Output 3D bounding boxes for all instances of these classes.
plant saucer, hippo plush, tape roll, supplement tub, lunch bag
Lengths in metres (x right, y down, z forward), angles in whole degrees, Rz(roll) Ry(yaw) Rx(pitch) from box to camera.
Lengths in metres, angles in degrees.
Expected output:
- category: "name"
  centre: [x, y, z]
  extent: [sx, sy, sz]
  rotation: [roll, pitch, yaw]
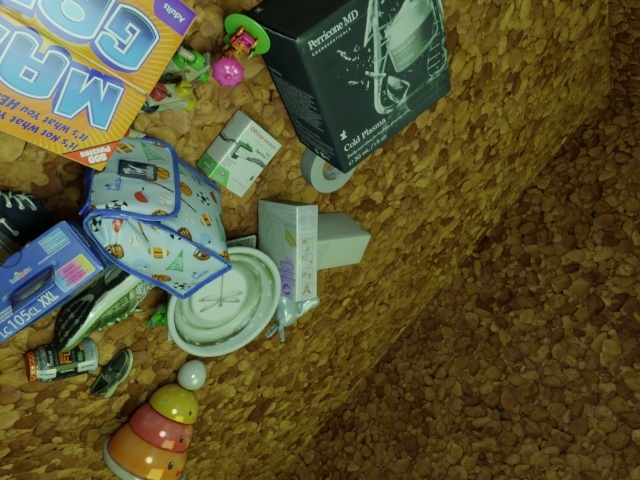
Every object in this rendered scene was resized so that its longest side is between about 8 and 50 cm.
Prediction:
- category: "plant saucer"
  centre: [-0.322, 0.188, 1.494]
  extent: [0.400, 0.100, 0.401]
  rotation: [-20, 125, -31]
- category: "hippo plush"
  centre: [-0.175, 0.222, 1.893]
  extent: [0.294, 0.234, 0.237]
  rotation: [-40, 113, -33]
- category: "tape roll"
  centre: [0.034, -0.291, 1.699]
  extent: [0.219, 0.072, 0.219]
  rotation: [-26, 137, -26]
- category: "supplement tub"
  centre: [-0.824, 0.383, 1.444]
  extent: [0.190, 0.117, 0.117]
  rotation: [-5, 126, -42]
- category: "lunch bag"
  centre: [-0.435, -0.081, 1.200]
  extent: [0.238, 0.328, 0.385]
  rotation: [-34, 137, 17]

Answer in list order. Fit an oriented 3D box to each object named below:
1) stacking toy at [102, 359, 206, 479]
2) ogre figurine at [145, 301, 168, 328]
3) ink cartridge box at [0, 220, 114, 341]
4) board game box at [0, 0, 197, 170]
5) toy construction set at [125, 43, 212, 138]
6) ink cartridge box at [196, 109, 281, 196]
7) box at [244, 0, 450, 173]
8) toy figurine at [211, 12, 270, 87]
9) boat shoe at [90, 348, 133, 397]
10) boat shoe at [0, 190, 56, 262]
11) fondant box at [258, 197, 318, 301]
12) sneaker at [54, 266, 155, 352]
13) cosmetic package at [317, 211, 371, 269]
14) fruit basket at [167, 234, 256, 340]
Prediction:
- category: "stacking toy"
  centre: [-0.614, 0.709, 1.838]
  extent: [0.350, 0.350, 0.480]
  rotation: [36, 79, -52]
- category: "ogre figurine"
  centre: [-0.526, 0.248, 1.634]
  extent: [0.196, 0.097, 0.118]
  rotation: [0, 142, -24]
- category: "ink cartridge box"
  centre: [-0.665, 0.084, 1.113]
  extent: [0.270, 0.395, 0.151]
  rotation: [-39, 99, -10]
- category: "board game box"
  centre: [-0.526, -0.417, 0.826]
  extent: [0.356, 0.356, 0.356]
  rotation: [-54, 142, 10]
- category: "toy construction set"
  centre: [-0.390, -0.378, 1.124]
  extent: [0.309, 0.258, 0.237]
  rotation: [-44, 158, 19]
- category: "ink cartridge box"
  centre: [-0.253, -0.273, 1.427]
  extent: [0.219, 0.092, 0.160]
  rotation: [-51, 142, 6]
- category: "box"
  centre: [0.109, -0.556, 1.365]
  extent: [0.479, 0.297, 0.472]
  rotation: [-40, 140, -9]
- category: "toy figurine"
  centre: [-0.232, -0.470, 1.176]
  extent: [0.130, 0.173, 0.159]
  rotation: [34, 72, -31]
- category: "boat shoe"
  centre: [-0.754, 0.483, 1.630]
  extent: [0.224, 0.080, 0.073]
  rotation: [-53, 147, 15]
- category: "boat shoe"
  centre: [-0.775, -0.089, 1.089]
  extent: [0.158, 0.127, 0.341]
  rotation: [-37, 149, -23]
- category: "fondant box"
  centre: [-0.120, 0.026, 1.610]
  extent: [0.096, 0.238, 0.331]
  rotation: [-9, 105, -39]
- category: "sneaker"
  centre: [-0.648, 0.214, 1.412]
  extent: [0.410, 0.158, 0.182]
  rotation: [-42, 137, 1]
- category: "cosmetic package"
  centre: [0.000, 0.000, 1.825]
  extent: [0.365, 0.197, 0.155]
  rotation: [-4, 126, -40]
- category: "fruit basket"
  centre: [-0.369, 0.165, 1.589]
  extent: [0.353, 0.165, 0.327]
  rotation: [-20, 126, -49]
